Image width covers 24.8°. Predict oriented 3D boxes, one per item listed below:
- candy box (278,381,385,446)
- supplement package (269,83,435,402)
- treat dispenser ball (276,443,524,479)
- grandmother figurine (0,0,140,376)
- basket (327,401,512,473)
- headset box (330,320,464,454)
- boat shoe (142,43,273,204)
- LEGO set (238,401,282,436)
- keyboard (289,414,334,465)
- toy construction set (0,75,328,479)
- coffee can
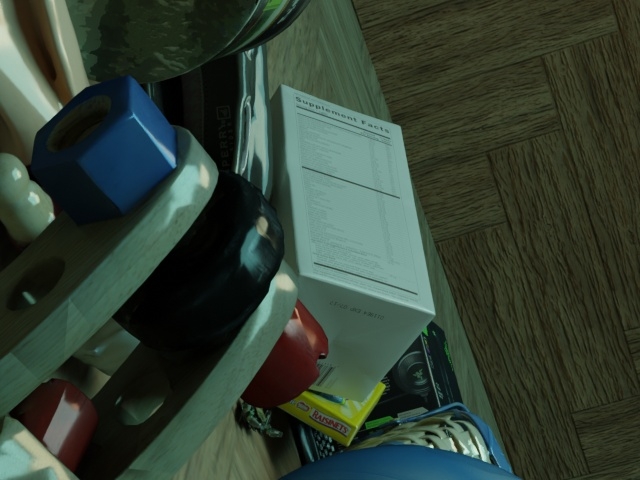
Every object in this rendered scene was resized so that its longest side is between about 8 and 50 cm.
[{"bbox_3d":[0.001,0.139,1.375,0.105,0.027,0.206,32,9,5],"label":"candy box"},{"bbox_3d":[0.000,0.000,1.322,0.139,0.134,0.244,18,41,-23],"label":"supplement package"},{"bbox_3d":[0.048,0.266,0.858,0.288,0.288,0.288,-17,90,-80],"label":"treat dispenser ball"},{"bbox_3d":[-0.154,-0.059,0.848,0.208,0.104,0.342,-69,139,-60],"label":"grandmother figurine"},{"bbox_3d":[0.105,0.285,1.346,0.289,0.201,0.255,5,67,-65],"label":"basket"},{"bbox_3d":[0.094,0.219,1.628,0.246,0.131,0.283,40,34,-73],"label":"headset box"},{"bbox_3d":[-0.101,-0.172,1.246,0.095,0.112,0.335,29,52,-77],"label":"boat shoe"},{"bbox_3d":[-0.064,0.139,1.237,0.083,0.023,0.054,59,9,-4],"label":"LEGO set"},{"bbox_3d":[0.004,0.221,1.451,0.108,0.023,0.180,3,71,-79],"label":"keyboard"},{"bbox_3d":[-0.135,0.116,0.453,0.309,0.257,0.237,77,21,-48],"label":"toy construction set"},{"bbox_3d":[-0.109,-0.224,1.053,0.275,0.201,0.202,-57,129,-76],"label":"coffee can"}]
